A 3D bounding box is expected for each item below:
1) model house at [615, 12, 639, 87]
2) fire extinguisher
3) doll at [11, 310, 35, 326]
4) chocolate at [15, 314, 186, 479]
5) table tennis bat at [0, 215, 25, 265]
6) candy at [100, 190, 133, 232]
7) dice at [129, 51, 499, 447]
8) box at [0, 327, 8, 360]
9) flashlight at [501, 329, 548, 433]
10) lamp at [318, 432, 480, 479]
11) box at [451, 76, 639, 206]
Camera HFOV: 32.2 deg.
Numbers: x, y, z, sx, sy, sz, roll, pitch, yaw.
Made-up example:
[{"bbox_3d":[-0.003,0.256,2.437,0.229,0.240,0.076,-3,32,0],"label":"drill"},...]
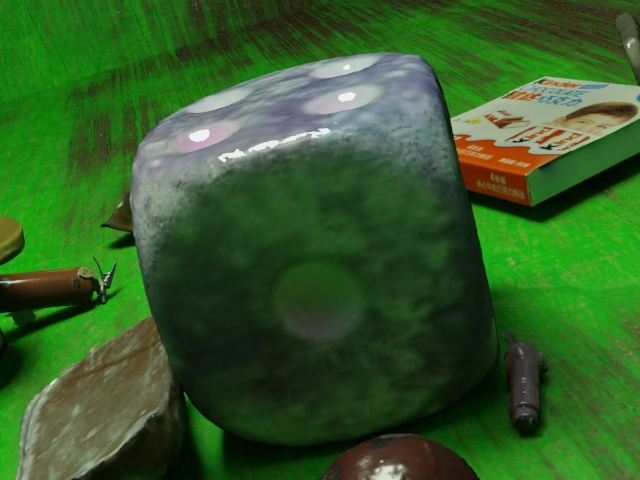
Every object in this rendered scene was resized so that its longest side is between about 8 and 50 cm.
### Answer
[{"bbox_3d":[0.485,-0.240,1.439,0.188,0.122,0.229,-6,17,15],"label":"model house"},{"bbox_3d":[-0.332,0.055,1.348,0.177,0.062,0.050,-6,-21,-21],"label":"fire extinguisher"},{"bbox_3d":[-0.370,0.075,1.396,0.058,0.040,0.085,-38,22,-17],"label":"doll"},{"bbox_3d":[-0.176,0.168,0.957,0.156,0.080,0.254,-31,19,2],"label":"chocolate"},{"bbox_3d":[-0.404,0.021,1.152,0.198,0.050,0.321,-10,18,-18],"label":"table tennis bat"},{"bbox_3d":[-0.185,-0.049,1.494,0.143,0.101,0.271,-25,16,-38],"label":"candy"},{"bbox_3d":[0.000,0.000,0.978,0.270,0.270,0.271,-13,20,7],"label":"dice"},{"bbox_3d":[-0.465,0.118,1.203,0.177,0.148,0.195,-16,20,3],"label":"box"},{"bbox_3d":[0.163,0.117,0.899,0.031,0.052,0.110,-47,13,29],"label":"flashlight"},{"bbox_3d":[0.051,0.195,0.649,0.134,0.156,0.157,19,57,-10],"label":"lamp"},{"bbox_3d":[0.272,-0.132,1.372,0.264,0.048,0.273,-25,22,-23],"label":"box"}]
